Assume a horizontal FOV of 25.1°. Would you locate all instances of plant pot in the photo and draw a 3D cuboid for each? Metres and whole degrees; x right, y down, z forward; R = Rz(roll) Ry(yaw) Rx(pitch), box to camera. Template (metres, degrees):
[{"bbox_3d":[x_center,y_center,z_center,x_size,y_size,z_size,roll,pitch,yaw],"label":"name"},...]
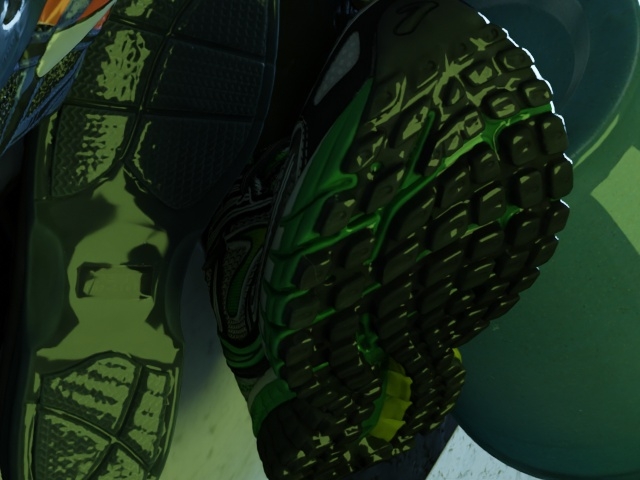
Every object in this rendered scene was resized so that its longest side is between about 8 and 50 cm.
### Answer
[{"bbox_3d":[0.136,-0.031,0.843,0.272,0.271,0.255,-61,139,-17],"label":"plant pot"}]

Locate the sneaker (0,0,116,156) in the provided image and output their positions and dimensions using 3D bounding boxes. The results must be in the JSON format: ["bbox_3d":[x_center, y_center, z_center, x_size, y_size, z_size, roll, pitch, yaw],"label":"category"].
[{"bbox_3d":[-0.106,-0.093,0.497,0.221,0.083,0.087,-52,165,-22],"label":"sneaker"}]

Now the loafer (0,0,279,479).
[{"bbox_3d":[-0.092,-0.016,0.595,0.096,0.084,0.267,10,98,-34],"label":"loafer"}]

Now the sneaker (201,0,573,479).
[{"bbox_3d":[0.000,0.000,0.646,0.134,0.146,0.343,-22,158,-22],"label":"sneaker"}]

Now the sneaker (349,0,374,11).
[{"bbox_3d":[0.052,-0.188,0.780,0.158,0.061,0.065,-57,180,-23],"label":"sneaker"}]
